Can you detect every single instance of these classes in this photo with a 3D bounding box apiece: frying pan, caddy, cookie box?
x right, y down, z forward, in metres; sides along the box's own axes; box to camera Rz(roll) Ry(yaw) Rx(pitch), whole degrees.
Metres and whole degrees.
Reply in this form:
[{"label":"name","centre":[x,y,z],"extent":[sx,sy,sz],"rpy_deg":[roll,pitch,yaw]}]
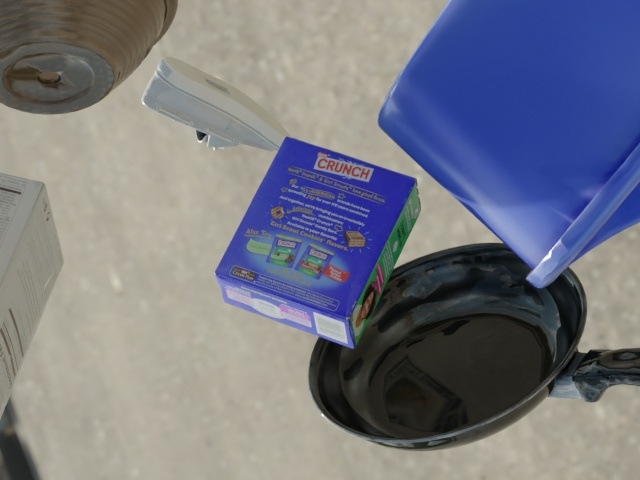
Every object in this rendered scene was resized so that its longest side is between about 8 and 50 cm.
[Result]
[{"label":"frying pan","centre":[0.147,0.065,1.298],"extent":[0.197,0.326,0.053],"rpy_deg":[-72,-33,-49]},{"label":"caddy","centre":[0.186,-0.120,1.024],"extent":[0.179,0.241,0.341],"rpy_deg":[39,134,5]},{"label":"cookie box","centre":[0.000,0.000,1.196],"extent":[0.091,0.107,0.040],"rpy_deg":[19,153,16]}]

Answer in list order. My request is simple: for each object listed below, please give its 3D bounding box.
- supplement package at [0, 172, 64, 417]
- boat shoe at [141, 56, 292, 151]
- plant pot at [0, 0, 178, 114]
[{"label":"supplement package","centre":[-0.323,0.070,1.622],"extent":[0.134,0.139,0.244],"rpy_deg":[88,-162,-58]},{"label":"boat shoe","centre":[-0.110,-0.129,2.065],"extent":[0.184,0.063,0.066],"rpy_deg":[24,-159,-43]},{"label":"plant pot","centre":[-0.241,-0.188,1.723],"extent":[0.237,0.237,0.110],"rpy_deg":[100,167,-59]}]
